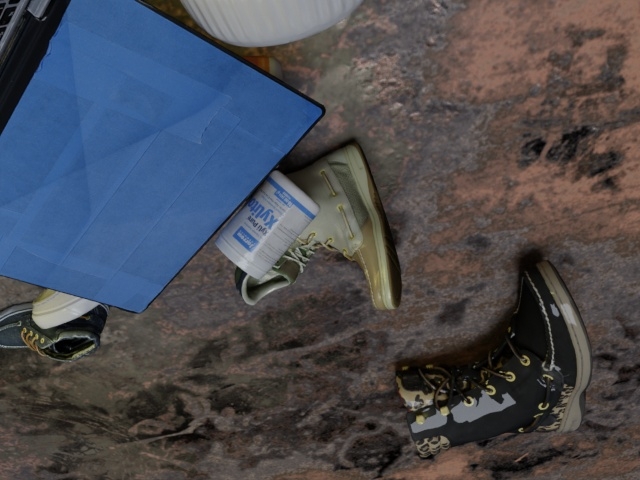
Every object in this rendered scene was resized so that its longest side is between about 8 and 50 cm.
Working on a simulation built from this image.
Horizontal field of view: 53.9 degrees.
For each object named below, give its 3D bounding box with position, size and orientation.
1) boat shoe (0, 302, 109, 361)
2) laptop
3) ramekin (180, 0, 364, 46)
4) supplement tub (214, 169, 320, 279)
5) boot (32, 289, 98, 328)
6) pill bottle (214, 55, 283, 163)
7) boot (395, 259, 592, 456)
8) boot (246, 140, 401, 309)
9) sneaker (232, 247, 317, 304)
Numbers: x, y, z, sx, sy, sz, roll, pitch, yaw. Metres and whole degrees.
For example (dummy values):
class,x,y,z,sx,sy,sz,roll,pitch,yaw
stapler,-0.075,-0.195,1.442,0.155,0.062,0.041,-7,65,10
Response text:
class,x,y,z,sx,sy,sz,roll,pitch,yaw
boat shoe,-0.389,0.131,0.878,0.183,0.083,0.065,-15,129,5
laptop,-0.253,-0.009,0.523,0.236,0.408,0.382,43,121,-5
ramekin,-0.041,-0.259,0.538,0.207,0.207,0.109,-16,138,5
supplement tub,-0.058,-0.018,0.700,0.071,0.071,0.107,39,91,-31
boot,-0.294,0.008,0.801,0.258,0.095,0.123,-30,113,13
pill bottle,-0.150,-0.137,0.669,0.216,0.121,0.121,1,128,-7
boot,0.262,0.209,0.997,0.284,0.138,0.377,-15,134,5
boot,0.000,0.000,0.753,0.165,0.213,0.077,-18,158,9
sneaker,-0.035,0.021,0.832,0.192,0.086,0.064,-32,126,17
